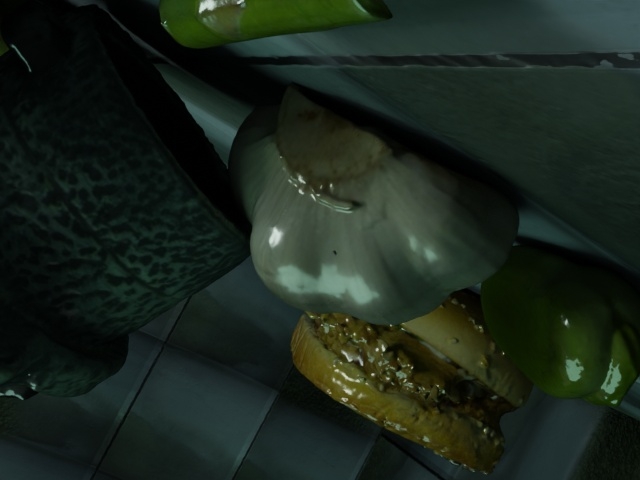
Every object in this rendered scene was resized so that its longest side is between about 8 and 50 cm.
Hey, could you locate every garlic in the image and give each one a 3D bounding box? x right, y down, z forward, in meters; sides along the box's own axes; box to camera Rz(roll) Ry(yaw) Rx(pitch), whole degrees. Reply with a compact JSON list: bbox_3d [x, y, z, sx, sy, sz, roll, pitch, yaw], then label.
[{"bbox_3d":[0.029,-0.008,0.667,0.229,0.143,0.178,15,168,35],"label":"garlic"}]

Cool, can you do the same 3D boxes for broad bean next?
[{"bbox_3d":[0.197,0.067,0.731,0.082,0.124,0.174,-13,-170,-14],"label":"broad bean"}]

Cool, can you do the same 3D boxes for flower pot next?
[{"bbox_3d":[-0.226,-0.011,0.718,0.299,0.283,0.299,57,-174,-9],"label":"flower pot"}]

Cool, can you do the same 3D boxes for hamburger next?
[{"bbox_3d":[0.119,0.169,1.479,0.445,0.268,0.287,31,-179,36],"label":"hamburger"}]

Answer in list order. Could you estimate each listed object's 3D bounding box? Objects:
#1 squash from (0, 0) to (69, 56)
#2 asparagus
[{"bbox_3d":[-0.313,-0.213,0.796,0.331,0.087,0.087,32,176,-22],"label":"squash"},{"bbox_3d":[-0.021,-0.107,0.388,0.045,0.041,0.178,2,-173,-31],"label":"asparagus"}]
